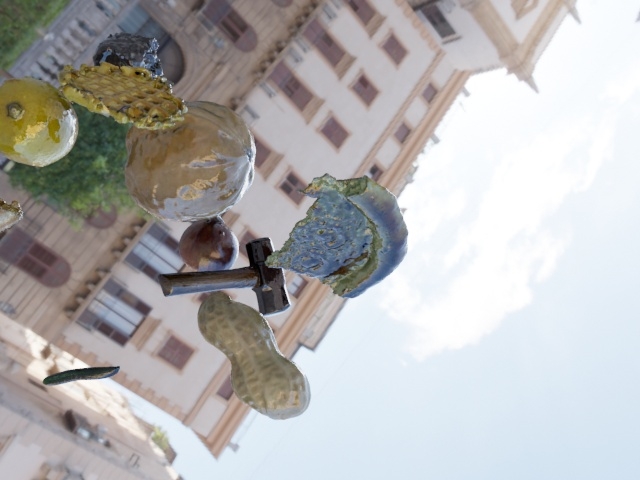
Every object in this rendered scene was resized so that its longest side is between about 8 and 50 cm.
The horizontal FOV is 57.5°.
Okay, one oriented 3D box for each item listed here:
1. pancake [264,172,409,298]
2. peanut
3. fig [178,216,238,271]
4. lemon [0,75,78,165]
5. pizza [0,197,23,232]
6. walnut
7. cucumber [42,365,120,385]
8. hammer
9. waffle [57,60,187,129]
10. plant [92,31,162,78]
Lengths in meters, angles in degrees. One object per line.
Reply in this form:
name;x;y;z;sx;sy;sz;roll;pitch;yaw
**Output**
pancake;0.054;0.007;1.310;0.427;0.304;0.067;120;-26;-52
peanut;-0.138;0.230;1.155;0.136;0.298;0.120;-36;170;-5
fig;-0.354;0.009;1.866;0.205;0.205;0.205;-35;-150;23
lemon;-0.836;-0.342;1.693;0.260;0.260;0.284;-49;-150;-2
pizza;-0.776;-0.075;1.280;0.188;0.199;0.062;-23;-118;-17
walnut;-0.354;-0.223;1.614;0.381;0.381;0.381;-35;-150;23
cucumber;-0.563;0.315;1.370;0.184;0.036;0.033;-8;-139;2
hammer;-0.280;0.118;1.724;0.095;0.408;0.243;-24;-106;46
waffle;-0.453;-0.340;1.350;0.262;0.280;0.060;56;-44;41
plant;-0.623;-0.581;1.904;0.203;0.178;0.234;9;-148;7
